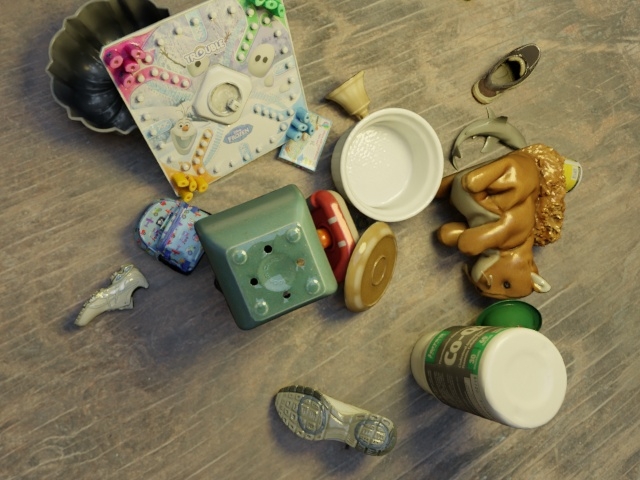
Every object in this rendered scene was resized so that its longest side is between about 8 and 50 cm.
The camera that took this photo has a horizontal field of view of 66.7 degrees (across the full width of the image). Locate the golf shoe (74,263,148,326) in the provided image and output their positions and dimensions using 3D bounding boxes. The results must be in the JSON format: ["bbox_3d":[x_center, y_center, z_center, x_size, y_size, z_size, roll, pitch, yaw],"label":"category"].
[{"bbox_3d":[-0.465,0.136,1.091,0.086,0.069,0.176,45,74,-11],"label":"golf shoe"}]

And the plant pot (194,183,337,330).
[{"bbox_3d":[-0.102,0.044,0.987,0.248,0.252,0.247,-22,102,-8],"label":"plant pot"}]

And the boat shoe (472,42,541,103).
[{"bbox_3d":[0.585,-0.519,1.478,0.285,0.092,0.102,-36,92,-18],"label":"boat shoe"}]

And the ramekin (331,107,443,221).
[{"bbox_3d":[0.161,-0.192,1.251,0.277,0.135,0.277,-3,99,-17],"label":"ramekin"}]

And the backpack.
[{"bbox_3d":[-0.338,-0.023,1.125,0.173,0.117,0.158,33,75,-7],"label":"backpack"}]

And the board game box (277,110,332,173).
[{"bbox_3d":[-0.041,-0.267,1.295,0.103,0.026,0.154,22,76,-11],"label":"board game box"}]

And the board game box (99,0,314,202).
[{"bbox_3d":[-0.210,-0.314,1.077,0.390,0.390,0.050,-31,50,-14],"label":"board game box"}]

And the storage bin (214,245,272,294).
[{"bbox_3d":[-0.157,0.075,1.177,0.122,0.084,0.180,43,74,-5],"label":"storage bin"}]

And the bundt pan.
[{"bbox_3d":[-0.439,-0.383,1.125,0.331,0.124,0.330,0,82,0],"label":"bundt pan"}]

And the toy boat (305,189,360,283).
[{"bbox_3d":[0.000,0.000,1.190,0.151,0.151,0.231,-21,87,-30],"label":"toy boat"}]

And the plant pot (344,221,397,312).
[{"bbox_3d":[0.134,0.071,1.199,0.032,0.236,0.236,18,72,29],"label":"plant pot"}]

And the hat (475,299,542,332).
[{"bbox_3d":[0.499,0.269,1.242,0.209,0.183,0.173,30,118,-18],"label":"hat"}]

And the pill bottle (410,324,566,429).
[{"bbox_3d":[0.367,0.303,1.141,0.204,0.361,0.204,3,80,-16],"label":"pill bottle"}]

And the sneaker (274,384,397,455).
[{"bbox_3d":[0.031,0.430,1.163,0.297,0.129,0.111,20,77,7],"label":"sneaker"}]

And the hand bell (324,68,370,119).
[{"bbox_3d":[0.129,-0.325,1.326,0.126,0.126,0.242,-40,105,-18],"label":"hand bell"}]

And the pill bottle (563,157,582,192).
[{"bbox_3d":[0.668,-0.205,1.445,0.184,0.103,0.103,9,79,-14],"label":"pill bottle"}]

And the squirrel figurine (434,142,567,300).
[{"bbox_3d":[0.521,-0.042,1.297,0.397,0.281,0.370,-23,94,-15],"label":"squirrel figurine"}]

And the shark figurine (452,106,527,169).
[{"bbox_3d":[0.483,-0.319,1.409,0.278,0.116,0.166,-16,84,-19],"label":"shark figurine"}]

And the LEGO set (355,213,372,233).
[{"bbox_3d":[0.116,-0.035,1.308,0.054,0.023,0.083,-16,99,-15],"label":"LEGO set"}]
